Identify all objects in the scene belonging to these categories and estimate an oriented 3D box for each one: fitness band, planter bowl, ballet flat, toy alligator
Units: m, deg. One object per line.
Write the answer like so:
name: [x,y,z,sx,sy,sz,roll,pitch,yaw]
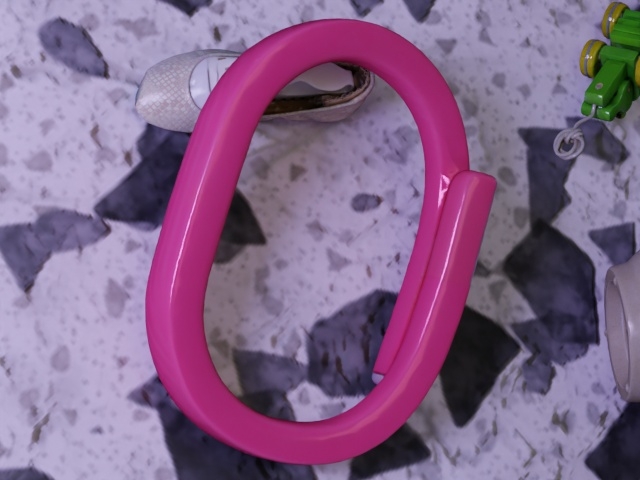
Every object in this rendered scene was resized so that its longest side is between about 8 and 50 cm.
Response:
fitness band: [0.000,0.000,1.195,0.209,0.054,0.291,19,84,-25]
planter bowl: [0.260,0.059,1.293,0.109,0.162,0.162,-5,80,-1]
ballet flat: [-0.041,-0.106,1.223,0.168,0.052,0.057,-7,81,-28]
toy alligator: [0.222,-0.118,1.364,0.190,0.056,0.051,-58,146,-25]
